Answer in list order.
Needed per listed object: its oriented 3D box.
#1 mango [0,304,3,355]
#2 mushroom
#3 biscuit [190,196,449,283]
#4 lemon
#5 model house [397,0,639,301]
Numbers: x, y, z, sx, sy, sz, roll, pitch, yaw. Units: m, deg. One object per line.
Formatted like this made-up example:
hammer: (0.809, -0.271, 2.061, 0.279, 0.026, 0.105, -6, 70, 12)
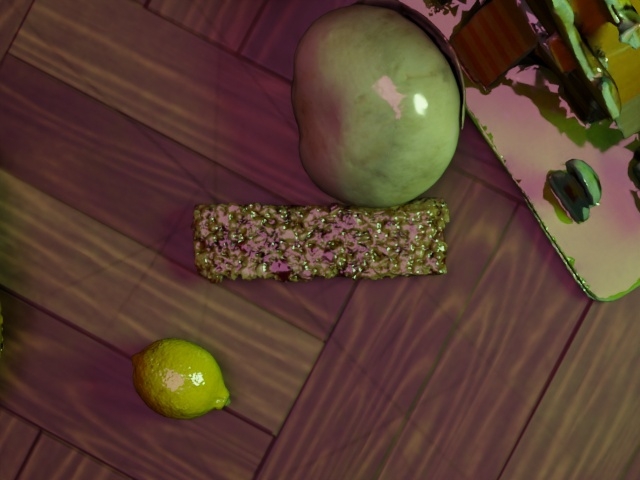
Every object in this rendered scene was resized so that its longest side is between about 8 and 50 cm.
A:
mango: (-0.313, 0.037, 1.244, 0.156, 0.151, 0.249, 12, 83, -26)
mushroom: (0.042, -0.101, 1.217, 0.154, 0.122, 0.154, 17, 117, 37)
biscuit: (0.000, 0.000, 1.259, 0.199, 0.034, 0.064, -1, 90, 6)
lemon: (-0.107, 0.107, 1.253, 0.083, 0.062, 0.062, 27, 91, 1)
model house: (0.208, -0.135, 1.108, 0.242, 0.313, 0.358, -31, 87, 6)
